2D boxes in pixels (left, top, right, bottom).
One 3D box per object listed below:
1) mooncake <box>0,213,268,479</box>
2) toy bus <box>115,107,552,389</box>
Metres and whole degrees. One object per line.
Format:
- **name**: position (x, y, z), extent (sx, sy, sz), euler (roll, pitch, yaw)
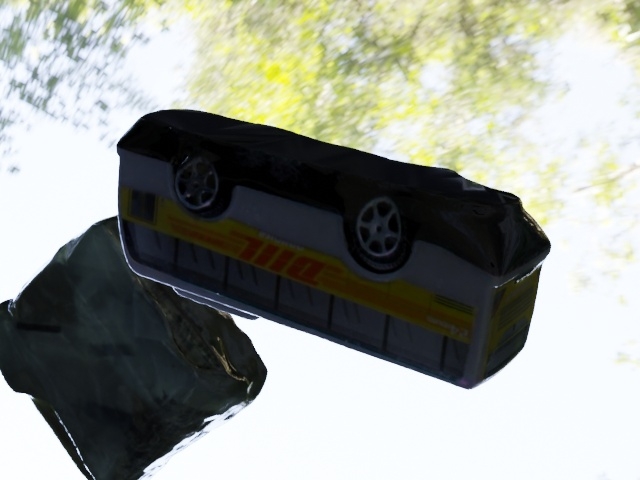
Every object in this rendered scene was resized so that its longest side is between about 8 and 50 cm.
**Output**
- **mooncake**: position (-0.105, 0.060, 0.846), extent (0.130, 0.125, 0.073), euler (56, -149, 6)
- **toy bus**: position (0.000, 0.000, 0.607), extent (0.172, 0.057, 0.072), euler (17, -67, 27)
